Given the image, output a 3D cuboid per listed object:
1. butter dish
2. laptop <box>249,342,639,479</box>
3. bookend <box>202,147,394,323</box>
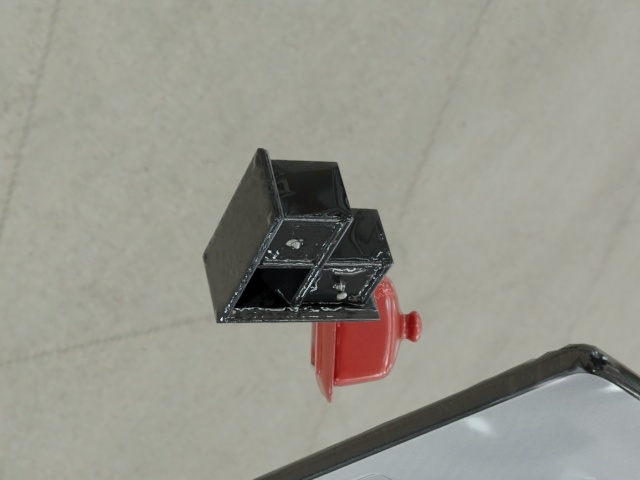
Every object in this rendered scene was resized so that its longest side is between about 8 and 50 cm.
[{"bbox_3d":[0.051,0.092,1.497,0.160,0.118,0.160,161,-69,-85],"label":"butter dish"},{"bbox_3d":[0.098,0.287,0.618,0.408,0.236,0.382,33,136,-29],"label":"laptop"},{"bbox_3d":[0.000,0.000,1.174,0.157,0.072,0.156,1,145,-25],"label":"bookend"}]
